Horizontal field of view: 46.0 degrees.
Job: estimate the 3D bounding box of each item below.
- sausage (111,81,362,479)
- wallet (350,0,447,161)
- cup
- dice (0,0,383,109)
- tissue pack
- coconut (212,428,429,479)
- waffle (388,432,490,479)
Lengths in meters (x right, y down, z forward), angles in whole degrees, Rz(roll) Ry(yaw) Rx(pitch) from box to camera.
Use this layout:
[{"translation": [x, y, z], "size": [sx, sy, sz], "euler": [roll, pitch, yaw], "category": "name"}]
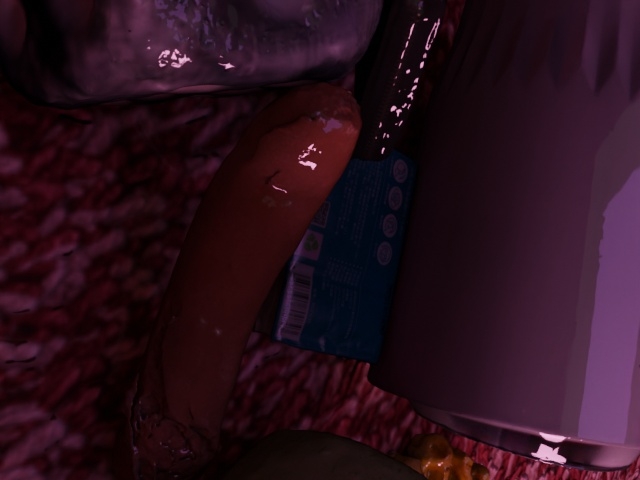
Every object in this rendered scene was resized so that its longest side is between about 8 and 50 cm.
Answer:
[{"translation": [-0.061, 0.040, 0.457], "size": [0.078, 0.078, 0.304], "euler": [5, 118, -43], "category": "sausage"}, {"translation": [0.055, -0.178, 0.539], "size": [0.044, 0.149, 0.250], "euler": [12, 46, -6], "category": "wallet"}, {"translation": [0.190, -0.016, 0.634], "size": [0.253, 0.253, 0.372], "euler": [14, 84, -42], "category": "cup"}, {"translation": [-0.083, -0.170, 0.424], "size": [0.181, 0.182, 0.183], "euler": [-16, 102, -40], "category": "dice"}, {"translation": [0.000, 0.000, 0.578], "size": [0.120, 0.082, 0.169], "euler": [19, 79, -42], "category": "tissue pack"}, {"translation": [-0.013, 0.290, 0.454], "size": [0.328, 0.281, 0.328], "euler": [19, 90, -78], "category": "coconut"}, {"translation": [0.093, 0.284, 0.701], "size": [0.160, 0.055, 0.211], "euler": [5, 90, -44], "category": "waffle"}]
